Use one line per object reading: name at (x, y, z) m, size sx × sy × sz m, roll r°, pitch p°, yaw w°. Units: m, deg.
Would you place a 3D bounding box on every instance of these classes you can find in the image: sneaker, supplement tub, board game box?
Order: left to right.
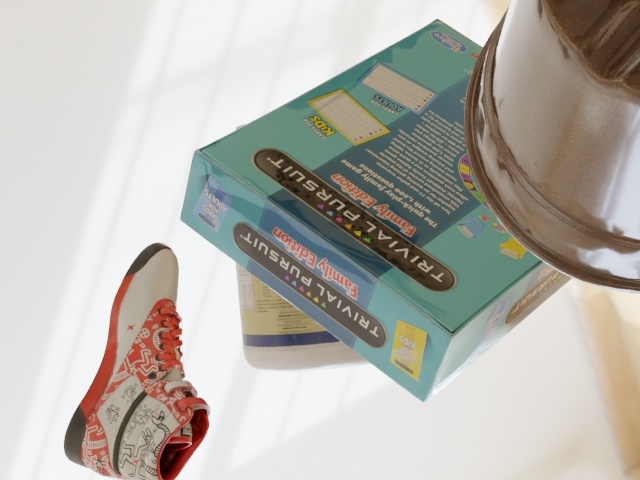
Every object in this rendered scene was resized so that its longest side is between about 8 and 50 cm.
sneaker at (-0.175, 0.143, 1.684) m, size 0.145 × 0.270 × 0.090 m, roll 15°, pitch 168°, yaw 28°
supplement tub at (0.000, 0.000, 1.940) m, size 0.228 × 0.228 × 0.316 m, roll 179°, pitch 86°, yaw -72°
board game box at (0.091, -0.041, 1.242) m, size 0.254 × 0.336 × 0.079 m, roll 36°, pitch 134°, yaw 21°

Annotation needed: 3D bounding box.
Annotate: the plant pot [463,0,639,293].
plant pot at (0.145, -0.079, 0.616) m, size 0.167 × 0.167 × 0.165 m, roll 58°, pitch 173°, yaw 17°
